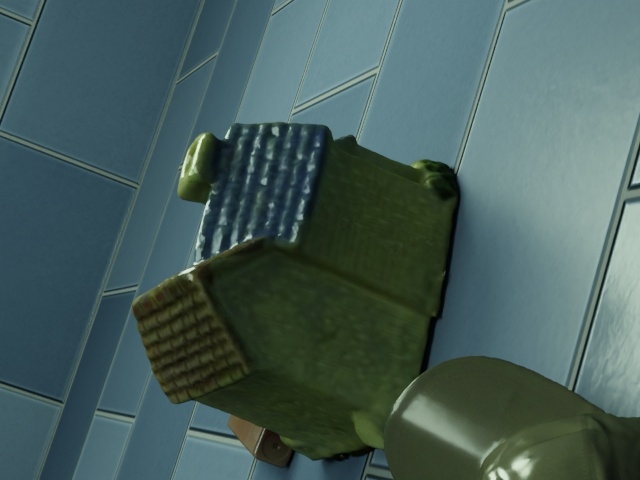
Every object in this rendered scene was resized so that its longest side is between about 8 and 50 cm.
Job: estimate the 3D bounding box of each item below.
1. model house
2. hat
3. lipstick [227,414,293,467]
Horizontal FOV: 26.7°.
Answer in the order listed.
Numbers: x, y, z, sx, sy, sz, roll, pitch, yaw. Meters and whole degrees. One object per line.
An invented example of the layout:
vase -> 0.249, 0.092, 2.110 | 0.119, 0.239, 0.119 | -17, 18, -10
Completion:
model house -> -0.042, 0.041, 1.356 | 0.261, 0.266, 0.321 | -30, 42, 57
hat -> 0.117, 0.167, 0.912 | 0.166, 0.173, 0.144 | -66, -8, 9
lipstick -> -0.069, 0.222, 1.575 | 0.045, 0.045, 0.145 | -70, 17, 1
